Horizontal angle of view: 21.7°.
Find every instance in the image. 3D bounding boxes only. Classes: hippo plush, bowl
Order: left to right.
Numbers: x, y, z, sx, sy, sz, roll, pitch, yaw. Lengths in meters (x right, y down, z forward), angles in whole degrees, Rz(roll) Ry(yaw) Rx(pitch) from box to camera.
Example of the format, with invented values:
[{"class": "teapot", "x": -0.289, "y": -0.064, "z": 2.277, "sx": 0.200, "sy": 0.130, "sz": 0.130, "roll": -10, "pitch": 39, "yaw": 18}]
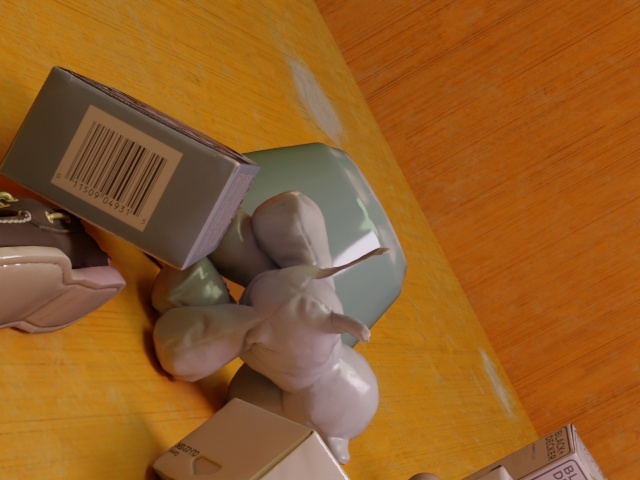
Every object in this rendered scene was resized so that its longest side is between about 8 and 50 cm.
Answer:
[{"class": "hippo plush", "x": -0.020, "y": 0.101, "z": 1.842, "sx": 0.236, "sy": 0.294, "sz": 0.234, "roll": 60, "pitch": 33, "yaw": -40}, {"class": "bowl", "x": 0.000, "y": 0.000, "z": 2.135, "sx": 0.311, "sy": 0.163, "sz": 0.311, "roll": 62, "pitch": -5, "yaw": 9}]

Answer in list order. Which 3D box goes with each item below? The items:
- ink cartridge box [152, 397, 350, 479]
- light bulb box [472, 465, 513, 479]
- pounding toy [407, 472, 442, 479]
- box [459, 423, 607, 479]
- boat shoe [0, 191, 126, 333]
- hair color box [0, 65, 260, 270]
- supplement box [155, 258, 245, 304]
[{"class": "ink cartridge box", "x": -0.016, "y": 0.295, "z": 1.583, "sx": 0.273, "sy": 0.114, "sz": 0.197, "roll": 55, "pitch": -18, "yaw": -19}, {"class": "light bulb box", "x": 0.217, "y": 0.523, "z": 1.901, "sx": 0.358, "sy": 0.225, "sz": 0.361, "roll": 54, "pitch": 16, "yaw": -27}, {"class": "pounding toy", "x": 0.067, "y": 0.354, "z": 1.843, "sx": 0.237, "sy": 0.183, "sz": 0.110, "roll": -70, "pitch": 143, "yaw": -77}, {"class": "box", "x": 0.236, "y": 0.377, "z": 2.130, "sx": 0.169, "sy": 0.290, "sz": 0.087, "roll": 58, "pitch": 13, "yaw": -13}, {"class": "boat shoe", "x": -0.263, "y": 0.015, "z": 1.433, "sx": 0.097, "sy": 0.116, "sz": 0.324, "roll": 58, "pitch": 9, "yaw": 10}, {"class": "hair color box", "x": -0.171, "y": -0.069, "z": 1.618, "sx": 0.185, "sy": 0.113, "sz": 0.374, "roll": 28, "pitch": 2, "yaw": -1}, {"class": "supplement box", "x": -0.147, "y": 0.004, "z": 1.955, "sx": 0.233, "sy": 0.078, "sz": 0.080, "roll": 51, "pitch": 13, "yaw": -39}]
